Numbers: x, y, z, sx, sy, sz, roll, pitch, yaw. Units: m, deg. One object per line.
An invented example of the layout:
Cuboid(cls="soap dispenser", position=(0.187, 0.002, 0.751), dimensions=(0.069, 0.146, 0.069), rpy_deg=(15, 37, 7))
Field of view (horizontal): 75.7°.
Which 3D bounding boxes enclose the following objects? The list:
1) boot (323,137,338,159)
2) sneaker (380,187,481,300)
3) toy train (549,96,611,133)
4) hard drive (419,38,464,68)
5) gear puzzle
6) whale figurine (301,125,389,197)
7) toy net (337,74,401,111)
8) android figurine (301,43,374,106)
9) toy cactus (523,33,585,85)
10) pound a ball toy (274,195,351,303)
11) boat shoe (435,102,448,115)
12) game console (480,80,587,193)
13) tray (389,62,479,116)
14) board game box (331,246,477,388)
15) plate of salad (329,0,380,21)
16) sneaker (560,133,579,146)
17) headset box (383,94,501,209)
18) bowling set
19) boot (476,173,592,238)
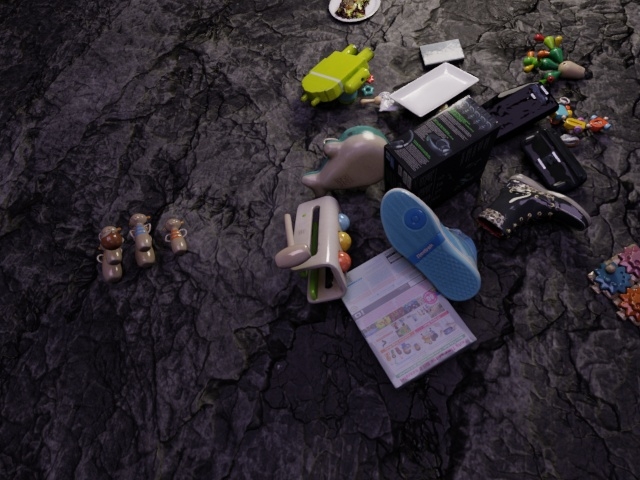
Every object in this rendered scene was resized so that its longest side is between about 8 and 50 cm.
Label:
Cuboid(cls="boot", position=(0.076, -0.265, 1.275), dimensions=(0.158, 0.084, 0.059), rpy_deg=(24, 70, 17))
Cuboid(cls="sneaker", position=(0.280, -0.012, 1.045), dimensions=(0.127, 0.208, 0.319), rpy_deg=(-36, 94, 28))
Cuboid(cls="toy train", position=(0.760, -0.358, 1.226), dimensions=(0.125, 0.046, 0.166), rpy_deg=(-27, 57, -22))
Cuboid(cls="hard drive", position=(0.418, -0.646, 1.425), dimensions=(0.135, 0.022, 0.094), rpy_deg=(-9, 65, 6))
Cuboid(cls="gear puzzle", position=(0.820, 0.168, 0.970), dimensions=(0.176, 0.044, 0.339), rpy_deg=(-32, 64, -6))
Cuboid(cls="whale figurine", position=(0.074, -0.228, 1.200), dimensions=(0.272, 0.216, 0.141), rpy_deg=(-26, 49, 27))
Cuboid(cls="toy net", position=(0.173, -0.489, 1.385), dimensions=(0.232, 0.045, 0.122), rpy_deg=(30, 72, 19))
Cuboid(cls="android figurine", position=(0.049, -0.556, 1.391), dimensions=(0.273, 0.056, 0.248), rpy_deg=(-46, 47, -9))
Cuboid(cls="toy cactus", position=(0.739, -0.560, 1.298), dimensions=(0.181, 0.112, 0.218), rpy_deg=(18, 61, 7))
Cuboid(cls="pound a ball toy", position=(0.000, 0.000, 1.028), dimensions=(0.136, 0.208, 0.319), rpy_deg=(-14, 37, 13))
Cuboid(cls="boat shoe", position=(0.368, -0.364, 1.287), dimensions=(0.048, 0.056, 0.152), rpy_deg=(9, 75, 9))
Cuboid(cls="game console", position=(0.616, -0.291, 1.200), dimensions=(0.213, 0.044, 0.361), rpy_deg=(-28, 69, 13))
Cuboid(cls="tray", position=(0.366, -0.483, 1.331), dimensions=(0.270, 0.030, 0.145), rpy_deg=(-35, 60, -18))
Cuboid(cls="board game box", position=(0.202, 0.185, 1.040), dimensions=(0.224, 0.097, 0.303), rpy_deg=(-29, 63, -3))
Cuboid(cls="plate of salad", position=(0.131, -0.922, 1.587), dimensions=(0.200, 0.048, 0.199), rpy_deg=(-3, 65, 7))
Cuboid(cls="sneaker", position=(0.713, -0.295, 1.214), dimensions=(0.083, 0.031, 0.036), rpy_deg=(2, 49, 8))
Cuboid(cls="headset box", position=(0.325, -0.216, 1.118), dimensions=(0.283, 0.246, 0.131), rpy_deg=(-32, 65, -5))
Cuboid(cls="bowling set", position=(-0.558, -0.015, 1.210), dimensions=(0.287, 0.200, 0.154), rpy_deg=(-22, 63, -5))
Cuboid(cls="boot", position=(0.561, -0.058, 1.098), dimensions=(0.178, 0.085, 0.236), rpy_deg=(-43, 60, -9))
